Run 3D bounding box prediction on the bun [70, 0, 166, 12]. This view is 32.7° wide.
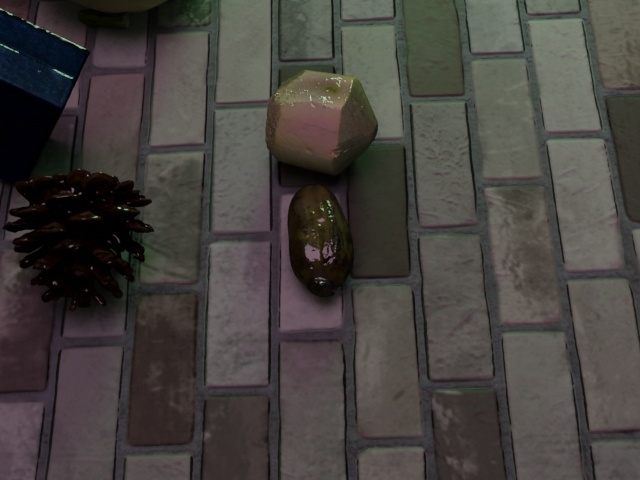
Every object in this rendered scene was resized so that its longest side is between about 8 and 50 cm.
[{"bbox_3d":[-0.328,-0.513,1.751,0.364,0.202,0.364,-1,67,2],"label":"bun"}]

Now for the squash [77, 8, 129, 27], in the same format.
[{"bbox_3d":[-0.353,-0.359,1.762,0.083,0.027,0.027,5,61,7],"label":"squash"}]

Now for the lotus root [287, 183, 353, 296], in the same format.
[{"bbox_3d":[0.000,0.000,1.514,0.089,0.080,0.179,-7,56,1],"label":"lotus root"}]

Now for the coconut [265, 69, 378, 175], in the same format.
[{"bbox_3d":[0.006,-0.169,1.575,0.153,0.147,0.147,13,62,14],"label":"coconut"}]

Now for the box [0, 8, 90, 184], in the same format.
[{"bbox_3d":[-0.495,-0.218,1.499,0.279,0.261,0.116,25,60,-15],"label":"box"}]

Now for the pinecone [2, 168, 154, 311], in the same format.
[{"bbox_3d":[-0.324,-0.002,1.470,0.208,0.208,0.207,-1,60,2],"label":"pinecone"}]
